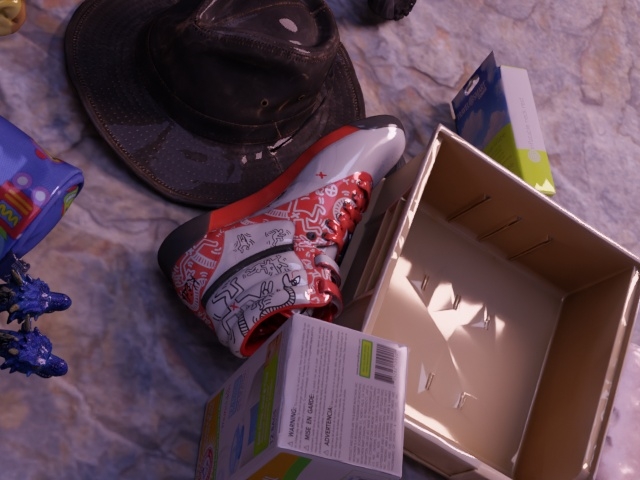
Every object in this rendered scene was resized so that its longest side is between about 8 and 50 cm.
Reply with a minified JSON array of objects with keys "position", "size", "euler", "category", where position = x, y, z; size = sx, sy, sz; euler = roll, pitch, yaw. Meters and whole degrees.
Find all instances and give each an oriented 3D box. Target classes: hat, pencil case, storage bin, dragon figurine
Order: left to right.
[{"position":[-0.332,0.045,0.908],"size":[0.289,0.144,0.085],"euler":[21,55,-16],"category":"dragon figurine"},{"position":[-0.348,-0.086,0.994],"size":[0.306,0.133,0.119],"euler":[37,7,-6],"category":"pencil case"},{"position":[-0.076,-0.189,1.185],"size":[0.331,0.134,0.331],"euler":[13,58,-22],"category":"hat"},{"position":[0.146,0.080,1.127],"size":[0.262,0.123,0.260],"euler":[32,60,-16],"category":"storage bin"}]

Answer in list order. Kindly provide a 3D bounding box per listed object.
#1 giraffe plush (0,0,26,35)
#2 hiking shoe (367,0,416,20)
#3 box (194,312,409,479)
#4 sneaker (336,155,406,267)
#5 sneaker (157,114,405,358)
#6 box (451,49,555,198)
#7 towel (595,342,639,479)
[{"position":[-0.354,-0.293,1.104],"size":[0.210,0.181,0.170],"euler":[-27,63,-2],"category":"giraffe plush"},{"position":[0.079,-0.343,1.402],"size":[0.114,0.086,0.227],"euler":[24,47,2],"category":"hiking shoe"},{"position":[-0.021,0.159,0.971],"size":[0.103,0.203,0.114],"euler":[17,58,-18],"category":"box"},{"position":[0.032,-0.035,1.207],"size":[0.089,0.051,0.170],"euler":[22,57,-19],"category":"sneaker"},{"position":[-0.001,0.001,1.092],"size":[0.270,0.090,0.145],"euler":[-31,60,-16],"category":"sneaker"},{"position":[0.195,-0.102,1.295],"size":[0.042,0.109,0.178],"euler":[4,61,-22],"category":"box"},{"position":[0.371,0.303,1.150],"size":[0.317,0.053,0.332],"euler":[25,65,-16],"category":"towel"}]
